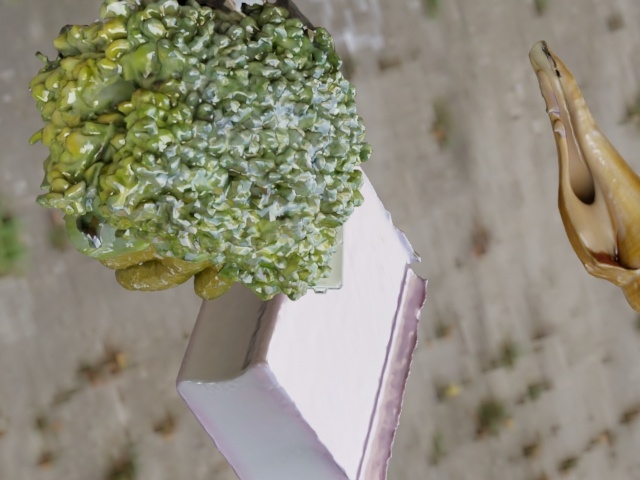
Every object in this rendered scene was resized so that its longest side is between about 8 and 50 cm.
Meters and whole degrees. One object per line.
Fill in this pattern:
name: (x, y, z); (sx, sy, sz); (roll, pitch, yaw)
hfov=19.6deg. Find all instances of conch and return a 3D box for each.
conch: (0.274, -0.036, 1.755); (0.109, 0.330, 0.093); (-29, 174, 0)

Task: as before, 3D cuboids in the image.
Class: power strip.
power strip: (0.000, 0.000, 1.549); (0.040, 0.090, 0.016); (1, -178, -11)

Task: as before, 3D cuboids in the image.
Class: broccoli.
broccoli: (-0.098, -0.035, 1.279); (0.273, 0.242, 0.180); (-43, -153, 28)

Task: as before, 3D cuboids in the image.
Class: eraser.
eraser: (-0.008, 0.097, 1.943); (0.122, 0.272, 0.359); (-15, -141, 26)

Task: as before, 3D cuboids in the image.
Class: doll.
doll: (-0.105, -0.012, 1.712); (0.210, 0.137, 0.097); (-12, -142, 15)

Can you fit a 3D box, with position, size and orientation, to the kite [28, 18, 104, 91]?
kite: (-0.144, -0.103, 1.497); (0.141, 0.015, 0.245); (-47, 149, 4)
